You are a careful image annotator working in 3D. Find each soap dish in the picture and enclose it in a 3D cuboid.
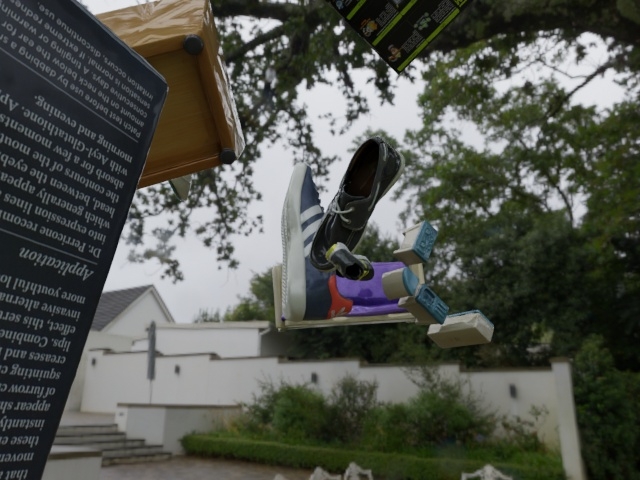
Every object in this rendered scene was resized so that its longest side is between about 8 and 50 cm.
[{"bbox_3d":[-0.256,-0.173,0.696,0.291,0.118,0.228,-19,-49,-11],"label":"soap dish"}]

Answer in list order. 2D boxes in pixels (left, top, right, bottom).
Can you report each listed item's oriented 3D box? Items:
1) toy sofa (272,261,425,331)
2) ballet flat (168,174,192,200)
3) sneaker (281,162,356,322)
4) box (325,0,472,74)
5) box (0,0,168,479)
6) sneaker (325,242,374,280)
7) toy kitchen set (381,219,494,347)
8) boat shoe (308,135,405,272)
[{"bbox_3d":[0.070,0.127,1.259,0.363,0.150,0.177,-3,-14,-7],"label":"toy sofa"},{"bbox_3d":[-0.323,-0.175,1.148,0.086,0.086,0.248,-3,-29,12],"label":"ballet flat"},{"bbox_3d":[0.000,0.000,1.066,0.148,0.349,0.131,4,-27,-10],"label":"sneaker"},{"bbox_3d":[0.108,-0.350,0.687,0.184,0.045,0.191,40,-55,-12],"label":"box"},{"bbox_3d":[-0.338,0.002,0.391,0.294,0.395,0.212,6,-16,26],"label":"box"},{"bbox_3d":[0.036,0.033,0.578,0.031,0.035,0.083,-45,-40,13],"label":"sneaker"},{"bbox_3d":[0.247,0.084,1.050,0.207,0.166,0.122,43,-36,-21],"label":"toy kitchen set"},{"bbox_3d":[0.044,-0.057,0.840,0.084,0.233,0.079,34,7,27],"label":"boat shoe"}]
